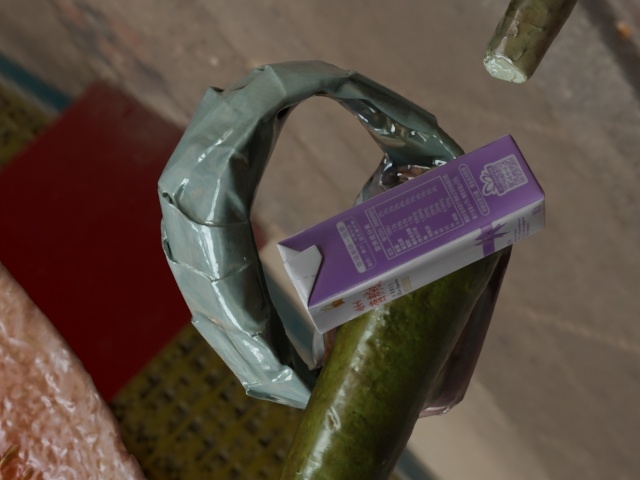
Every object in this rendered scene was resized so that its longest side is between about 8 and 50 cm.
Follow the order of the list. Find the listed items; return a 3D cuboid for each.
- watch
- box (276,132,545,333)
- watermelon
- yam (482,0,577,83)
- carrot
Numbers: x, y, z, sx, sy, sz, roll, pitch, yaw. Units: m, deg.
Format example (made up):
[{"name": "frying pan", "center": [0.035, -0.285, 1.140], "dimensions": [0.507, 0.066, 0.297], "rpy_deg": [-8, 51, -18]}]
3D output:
[{"name": "watch", "center": [0.000, 0.000, 1.307], "dimensions": [0.241, 0.253, 0.162], "rpy_deg": [16, 180, -35]}, {"name": "box", "center": [0.041, -0.003, 0.803], "dimensions": [0.050, 0.117, 0.036], "rpy_deg": [72, 173, -71]}, {"name": "watermelon", "center": [-0.102, 0.072, 0.497], "dimensions": [0.163, 0.069, 0.087], "rpy_deg": [51, 138, 26]}, {"name": "yam", "center": [0.280, -0.317, 2.009], "dimensions": [0.071, 0.317, 0.067], "rpy_deg": [30, 172, 7]}, {"name": "carrot", "center": [0.016, 0.123, 1.080], "dimensions": [0.074, 0.358, 0.074], "rpy_deg": [25, 175, 2]}]
